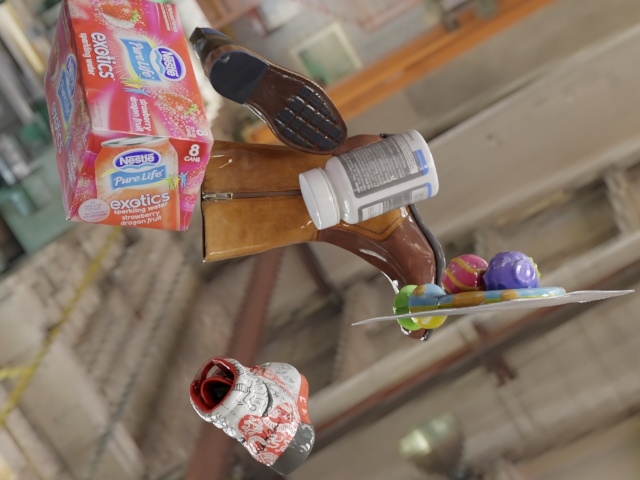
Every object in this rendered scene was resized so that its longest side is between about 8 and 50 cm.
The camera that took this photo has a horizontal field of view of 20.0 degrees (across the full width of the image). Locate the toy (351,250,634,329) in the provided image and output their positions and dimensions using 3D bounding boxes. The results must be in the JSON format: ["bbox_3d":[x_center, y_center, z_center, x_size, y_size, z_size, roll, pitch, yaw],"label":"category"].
[{"bbox_3d":[0.144,0.040,1.597,0.137,0.056,0.237,-4,173,-33],"label":"toy"}]

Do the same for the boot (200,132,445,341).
[{"bbox_3d":[0.000,0.000,2.160,0.280,0.264,0.096,-5,175,-15],"label":"boot"}]

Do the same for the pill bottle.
[{"bbox_3d":[0.052,-0.064,1.970,0.137,0.078,0.078,-19,-168,-9],"label":"pill bottle"}]

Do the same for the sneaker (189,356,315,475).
[{"bbox_3d":[-0.092,0.184,2.273,0.090,0.145,0.270,-48,-162,9],"label":"sneaker"}]

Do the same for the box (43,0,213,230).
[{"bbox_3d":[-0.202,-0.137,1.869,0.257,0.128,0.122,-108,-150,-48],"label":"box"}]

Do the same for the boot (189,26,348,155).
[{"bbox_3d":[-0.060,-0.180,2.117,0.082,0.219,0.106,-49,-141,8],"label":"boot"}]
